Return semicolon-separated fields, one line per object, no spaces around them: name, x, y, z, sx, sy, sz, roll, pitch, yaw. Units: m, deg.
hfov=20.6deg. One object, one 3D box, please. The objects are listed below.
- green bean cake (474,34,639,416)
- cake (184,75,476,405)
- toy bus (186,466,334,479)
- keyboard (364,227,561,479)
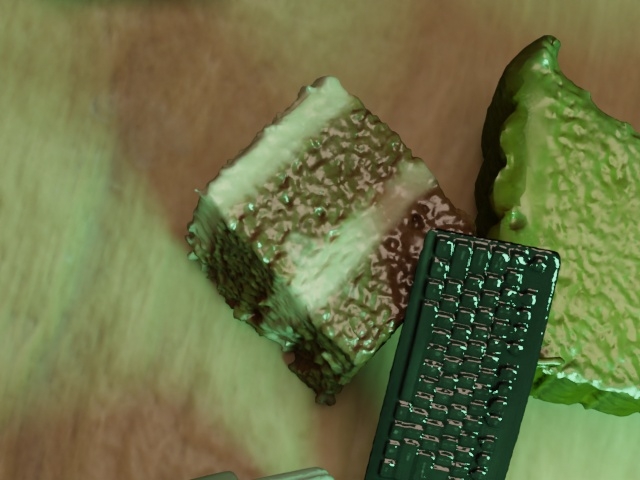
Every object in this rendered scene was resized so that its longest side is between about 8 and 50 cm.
green bean cake;0.211;0.002;1.122;0.236;0.124;0.233;12;71;-4
cake;0.000;0.000;1.085;0.147;0.135;0.134;41;70;2
toy bus;-0.102;0.229;0.997;0.271;0.133;0.165;-12;69;-14
keyboard;0.076;0.111;1.034;0.087;0.017;0.250;12;114;-2
